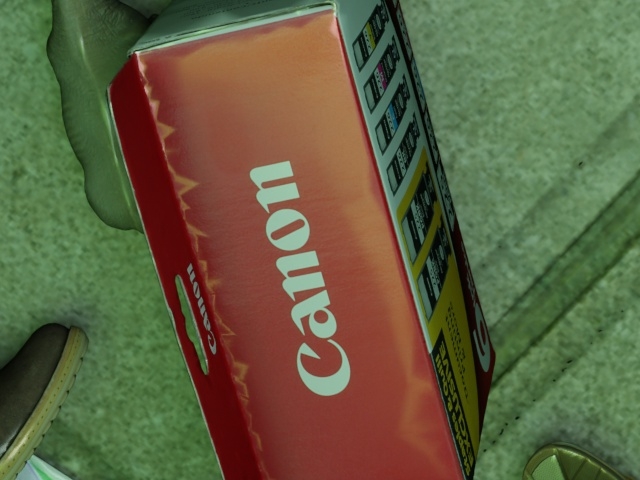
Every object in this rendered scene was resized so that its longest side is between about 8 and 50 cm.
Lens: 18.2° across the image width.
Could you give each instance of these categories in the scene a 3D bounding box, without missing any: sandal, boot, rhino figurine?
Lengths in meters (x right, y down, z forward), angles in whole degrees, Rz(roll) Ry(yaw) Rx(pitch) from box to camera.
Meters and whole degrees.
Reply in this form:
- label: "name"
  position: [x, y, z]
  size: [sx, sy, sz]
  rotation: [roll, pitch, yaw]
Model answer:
- label: "sandal"
  position: [0.207, 0.189, 1.353]
  size: [0.180, 0.049, 0.072]
  rotation: [32, 119, -19]
- label: "boot"
  position: [-0.297, 0.110, 1.320]
  size: [0.207, 0.090, 0.248]
  rotation: [38, 82, -5]
- label: "rhino figurine"
  position: [-0.134, -0.117, 1.256]
  size: [0.073, 0.106, 0.243]
  rotation: [-11, 109, 13]

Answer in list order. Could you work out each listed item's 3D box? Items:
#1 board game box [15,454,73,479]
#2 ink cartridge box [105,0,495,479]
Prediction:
- label: "board game box"
  position: [-0.366, 0.269, 1.358]
  size: [0.390, 0.050, 0.390]
  rotation: [33, 78, -4]
- label: "ink cartridge box"
  position: [0.000, 0.000, 1.190]
  size: [0.130, 0.272, 0.309]
  rotation: [-12, 109, 14]
